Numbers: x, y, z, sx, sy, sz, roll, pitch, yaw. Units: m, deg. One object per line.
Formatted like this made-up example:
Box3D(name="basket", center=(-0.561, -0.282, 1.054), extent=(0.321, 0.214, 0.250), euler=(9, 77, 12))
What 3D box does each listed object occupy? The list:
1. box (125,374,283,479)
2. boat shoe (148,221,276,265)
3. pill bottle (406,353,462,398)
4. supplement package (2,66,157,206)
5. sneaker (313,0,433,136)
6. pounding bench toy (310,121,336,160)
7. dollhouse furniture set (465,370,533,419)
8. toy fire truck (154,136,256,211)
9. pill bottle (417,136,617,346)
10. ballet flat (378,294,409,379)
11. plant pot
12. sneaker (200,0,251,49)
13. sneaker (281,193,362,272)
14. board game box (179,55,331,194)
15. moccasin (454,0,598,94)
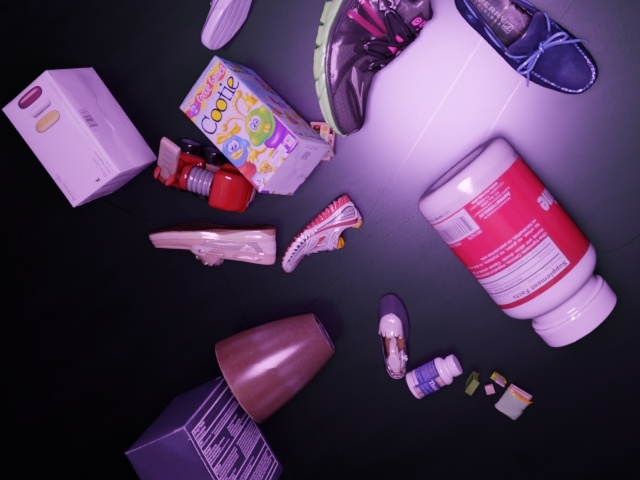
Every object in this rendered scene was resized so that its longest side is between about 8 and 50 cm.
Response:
Box3D(name="box", center=(-0.264, 0.522, 1.731), extent=(0.182, 0.296, 0.294), euler=(-25, 97, 17))
Box3D(name="boat shoe", center=(-0.252, 0.014, 1.701), extent=(0.302, 0.109, 0.098), euler=(0, 103, 6))
Box3D(name="pill bottle", center=(0.263, 0.311, 1.684), extent=(0.120, 0.067, 0.067), euler=(-31, 96, 18))
Box3D(name="supplement package", center=(-0.533, -0.237, 1.643), extent=(0.145, 0.204, 0.262), euler=(-34, 95, 18))
Box3D(name="sneaker", center=(0.114, -0.436, 1.468), extent=(0.202, 0.185, 0.483), euler=(18, 108, 11))
Box3D(name="pounding bench toy", center=(0.008, -0.220, 1.616), extent=(0.052, 0.083, 0.065), euler=(4, 73, 12))
Box3D(name="dollhouse furniture set", center=(0.408, 0.356, 1.669), extent=(0.151, 0.058, 0.076), euler=(32, 108, 3))
Box3D(name="toy fire truck", center=(-0.261, -0.147, 1.585), extent=(0.217, 0.246, 0.159), euler=(19, 107, 7))
Box3D(name="pill bottle", center=(0.407, 0.009, 1.493), extent=(0.229, 0.229, 0.408), euler=(-39, 94, 18))
Box3D(name="ballet flat", center=(0.169, 0.229, 1.682), extent=(0.074, 0.074, 0.203), euler=(-3, 103, 13))
Box3D(name="plant pot", center=(-0.089, 0.271, 1.692), extent=(0.230, 0.215, 0.215), euler=(-30, 96, 3))
Box3D(name="sneaker", center=(-0.198, -0.539, 1.567), extent=(0.091, 0.094, 0.258), euler=(35, 105, 21))
Box3D(name="sneaker", center=(0.000, 0.000, 1.651), extent=(0.225, 0.088, 0.093), euler=(-42, 94, 18))
Box3D(name="board game box", center=(-0.140, -0.240, 1.549), extent=(0.275, 0.144, 0.142), euler=(47, 110, 20))
Box3D(name="moccasin", center=(0.397, -0.399, 1.451), extent=(0.342, 0.117, 0.138), euler=(33, 108, 2))
